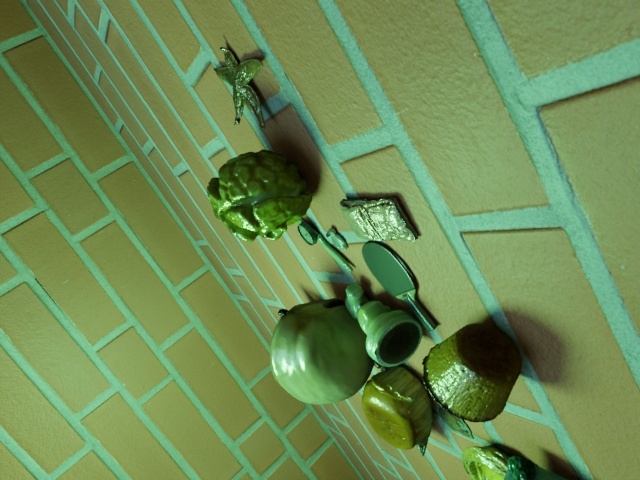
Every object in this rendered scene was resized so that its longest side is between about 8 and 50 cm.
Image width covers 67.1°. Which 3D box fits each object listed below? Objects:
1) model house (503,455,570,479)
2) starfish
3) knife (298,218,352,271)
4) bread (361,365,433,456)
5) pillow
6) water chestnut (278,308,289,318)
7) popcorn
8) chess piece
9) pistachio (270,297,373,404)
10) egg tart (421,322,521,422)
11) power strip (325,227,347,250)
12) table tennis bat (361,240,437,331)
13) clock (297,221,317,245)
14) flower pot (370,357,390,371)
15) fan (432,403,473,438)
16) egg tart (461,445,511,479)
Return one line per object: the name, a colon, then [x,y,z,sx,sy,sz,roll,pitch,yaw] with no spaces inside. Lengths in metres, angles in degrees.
model house: [0.556,0.798,1.215,0.252,0.329,0.294,15,127,22]
starfish: [-0.207,-0.411,1.307,0.295,0.048,0.231,14,126,52]
knife: [0.001,-0.001,1.551,0.293,0.020,0.043,43,157,24]
bread: [0.272,0.613,1.735,0.236,0.183,0.388,30,146,46]
pillow: [0.137,-0.050,1.208,0.233,0.043,0.126,5,134,56]
water chestnut: [-0.046,0.385,1.926,0.289,0.289,0.244,158,108,-66]
popcorn: [-0.161,-0.127,1.372,0.282,0.282,0.247,49,121,6]
chess piece: [0.160,0.236,1.477,0.298,0.176,0.175,40,157,56]
pistachio: [0.014,0.381,1.666,0.446,0.365,0.282,37,171,-38]
egg tart: [0.356,0.295,1.124,0.215,0.215,0.170,40,140,25]
power strip: [0.046,0.002,1.456,0.083,0.035,0.055,55,157,-13]
table tennis bat: [0.219,0.125,1.331,0.301,0.022,0.173,52,156,2]
clock: [-0.044,-0.021,1.564,0.085,0.017,0.085,44,157,24]
flower pot: [0.220,0.388,1.627,0.111,0.089,0.111,40,154,24]
fan: [0.430,0.613,1.670,0.220,0.009,0.132,6,129,59]
egg tart: [0.570,0.731,1.491,0.279,0.095,0.278,35,148,26]
